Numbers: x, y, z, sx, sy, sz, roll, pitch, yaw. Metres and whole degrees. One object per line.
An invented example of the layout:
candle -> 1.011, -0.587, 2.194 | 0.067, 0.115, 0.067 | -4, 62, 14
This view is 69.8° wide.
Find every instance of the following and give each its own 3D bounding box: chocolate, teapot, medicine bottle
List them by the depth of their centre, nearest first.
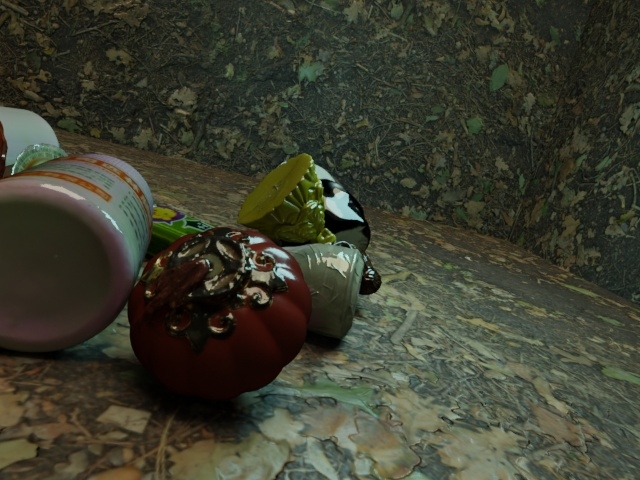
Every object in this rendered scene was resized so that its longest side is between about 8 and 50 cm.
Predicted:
medicine bottle -> -0.373, -0.014, 0.698 | 0.220, 0.219, 0.388 | 11, 12, -17
teapot -> -0.014, 0.076, 0.860 | 0.178, 0.163, 0.221 | 12, 11, 6
chocolate -> -0.585, -0.077, 0.920 | 0.147, 0.221, 0.221 | -11, 7, 13
medicine bottle -> -0.806, -0.207, 1.041 | 0.214, 0.213, 0.379 | 17, 12, 7

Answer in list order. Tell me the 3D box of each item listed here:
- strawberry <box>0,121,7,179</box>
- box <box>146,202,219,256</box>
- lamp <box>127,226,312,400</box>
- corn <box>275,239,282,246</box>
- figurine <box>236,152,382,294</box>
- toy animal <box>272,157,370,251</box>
strawberry -> -0.541, -0.059, 0.649 | 0.150, 0.280, 0.253 | 49, -15, -17
box -> -0.264, 0.015, 0.985 | 0.346, 0.097, 0.134 | 19, 21, 18
lamp -> -0.124, 0.082, 0.575 | 0.227, 0.226, 0.227 | 14, 12, -3
corn -> -0.123, -0.028, 1.385 | 0.087, 0.086, 0.211 | 5, 21, -38
figurine -> -0.003, 0.000, 0.973 | 0.168, 0.187, 0.315 | -12, -50, 41
toy animal -> -0.021, -0.075, 1.201 | 0.251, 0.250, 0.309 | 4, 44, -41
